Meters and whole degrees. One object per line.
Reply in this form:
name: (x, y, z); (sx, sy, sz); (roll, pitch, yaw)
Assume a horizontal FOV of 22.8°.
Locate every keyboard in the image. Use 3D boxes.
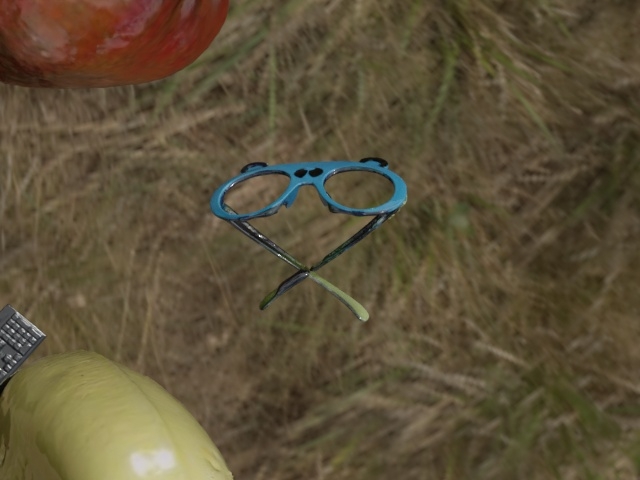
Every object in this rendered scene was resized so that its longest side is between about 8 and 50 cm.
keyboard: (-0.413, 0.165, 1.879); (0.063, 0.010, 0.198); (42, 95, -11)

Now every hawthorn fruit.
hawthorn fruit: (-0.184, -0.202, 1.083); (0.261, 0.224, 0.224); (-13, 116, 25)

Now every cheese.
cheese: (-0.145, 0.193, 0.992); (0.128, 0.316, 0.259); (7, 104, -30)

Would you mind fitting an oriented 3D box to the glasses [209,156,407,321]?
glasses: (-0.008, 0.006, 1.902); (0.239, 0.102, 0.207); (-5, 96, 13)
